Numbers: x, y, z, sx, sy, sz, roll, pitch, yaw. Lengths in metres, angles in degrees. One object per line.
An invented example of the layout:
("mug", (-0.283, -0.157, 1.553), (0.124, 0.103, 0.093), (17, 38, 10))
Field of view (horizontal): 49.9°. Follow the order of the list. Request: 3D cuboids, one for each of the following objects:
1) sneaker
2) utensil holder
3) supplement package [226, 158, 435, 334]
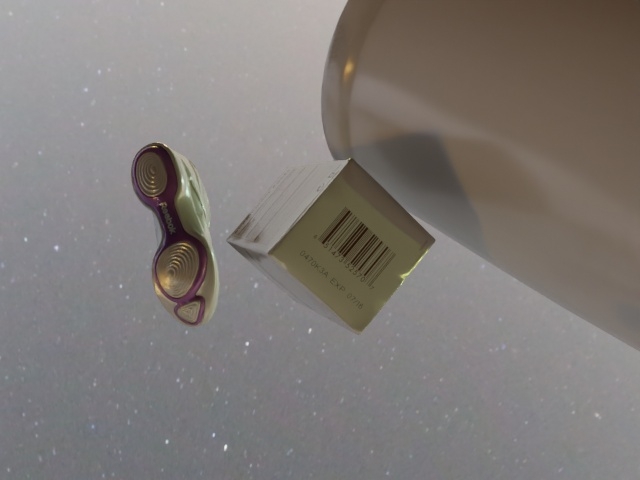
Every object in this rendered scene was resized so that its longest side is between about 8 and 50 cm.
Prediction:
("sneaker", (-0.214, -0.010, 1.141), (0.114, 0.152, 0.304), (-14, -96, 16))
("utensil holder", (0.245, -0.109, 0.659), (0.328, 0.327, 0.385), (-22, -137, -32))
("supplement package", (0.000, 0.000, 0.623), (0.105, 0.179, 0.105), (42, -99, -16))
